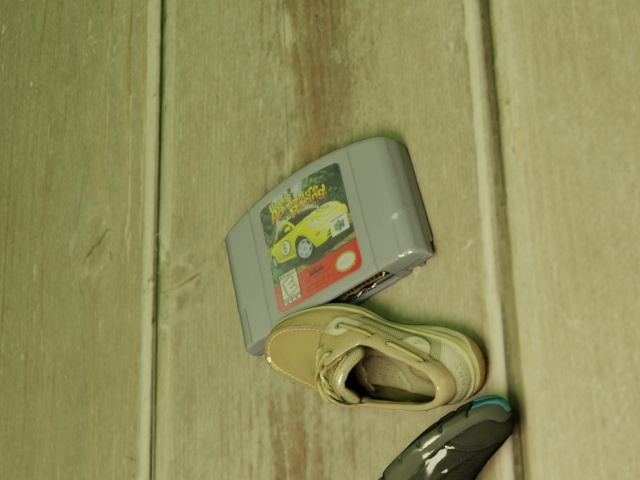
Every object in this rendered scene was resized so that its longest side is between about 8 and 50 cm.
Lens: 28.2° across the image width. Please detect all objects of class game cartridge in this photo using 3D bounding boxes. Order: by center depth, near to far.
[{"bbox_3d":[0.000,0.000,1.611,0.294,0.060,0.196,-32,52,29],"label":"game cartridge"}]

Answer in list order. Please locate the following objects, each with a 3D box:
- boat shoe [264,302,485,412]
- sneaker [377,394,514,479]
[{"bbox_3d":[0.040,0.142,1.471,0.302,0.098,0.109,6,108,39],"label":"boat shoe"},{"bbox_3d":[0.106,0.311,1.386,0.139,0.125,0.341,44,104,13],"label":"sneaker"}]
